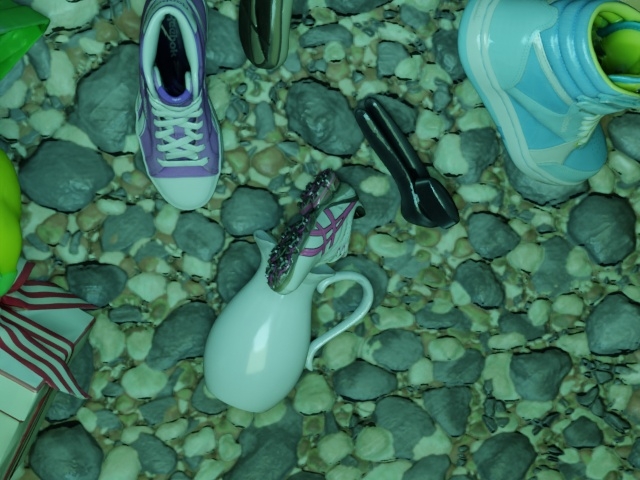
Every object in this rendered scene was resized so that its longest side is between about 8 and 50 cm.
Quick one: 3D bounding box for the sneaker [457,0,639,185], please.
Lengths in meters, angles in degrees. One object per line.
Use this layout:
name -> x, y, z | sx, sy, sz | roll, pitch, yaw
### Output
sneaker -> 0.302, -0.155, 1.642 | 0.208, 0.127, 0.319 | 6, 156, 36

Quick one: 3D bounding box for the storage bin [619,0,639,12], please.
storage bin -> 0.396, -0.343, 1.653 | 0.260, 0.123, 0.262 | 24, 110, -10

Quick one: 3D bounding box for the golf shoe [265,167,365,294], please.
golf shoe -> 0.000, 0.000, 1.764 | 0.086, 0.186, 0.067 | 42, 143, -17

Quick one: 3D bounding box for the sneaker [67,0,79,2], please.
sneaker -> -0.251, -0.346, 1.683 | 0.075, 0.057, 0.161 | 43, 108, 1

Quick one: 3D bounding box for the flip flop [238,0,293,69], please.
flip flop -> -0.032, -0.327, 1.669 | 0.080, 0.112, 0.277 | -4, 113, -26

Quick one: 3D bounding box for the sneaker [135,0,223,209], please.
sneaker -> -0.171, -0.147, 1.705 | 0.102, 0.161, 0.282 | -5, 114, -1

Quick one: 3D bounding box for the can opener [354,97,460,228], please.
can opener -> 0.103, -0.093, 1.791 | 0.073, 0.059, 0.186 | -26, 103, 38

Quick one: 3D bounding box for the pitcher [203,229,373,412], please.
pitcher -> -0.042, 0.113, 1.842 | 0.177, 0.125, 0.207 | 21, 99, -16

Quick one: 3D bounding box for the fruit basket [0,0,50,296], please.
fruit basket -> -0.443, -0.095, 1.650 | 0.392, 0.283, 0.392 | 2, 102, 10

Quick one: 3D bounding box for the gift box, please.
gift box -> -0.414, 0.161, 1.783 | 0.276, 0.255, 0.258 | 25, 112, -5
